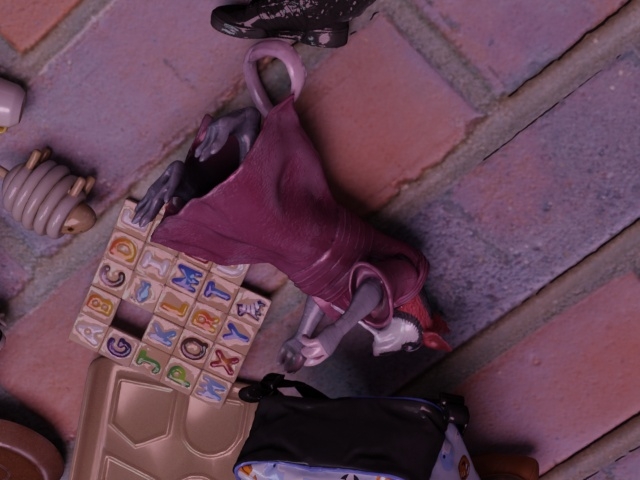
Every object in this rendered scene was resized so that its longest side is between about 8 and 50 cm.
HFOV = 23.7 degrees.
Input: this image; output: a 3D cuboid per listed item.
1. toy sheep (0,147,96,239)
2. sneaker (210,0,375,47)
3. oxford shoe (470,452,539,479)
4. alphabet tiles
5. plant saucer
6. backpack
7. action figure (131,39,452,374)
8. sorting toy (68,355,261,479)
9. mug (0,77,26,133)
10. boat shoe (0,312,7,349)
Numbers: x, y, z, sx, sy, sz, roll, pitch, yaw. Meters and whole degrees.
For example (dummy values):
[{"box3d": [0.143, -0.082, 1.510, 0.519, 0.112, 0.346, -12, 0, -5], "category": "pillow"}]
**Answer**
[{"box3d": [-0.305, -0.051, 1.684, 0.132, 0.091, 0.091, 32, 121, 8], "category": "toy sheep"}, {"box3d": [-0.023, -0.245, 1.537, 0.170, 0.051, 0.089, 8, 120, 1], "category": "sneaker"}, {"box3d": [0.162, 0.286, 1.793, 0.212, 0.076, 0.076, -7, 121, 33], "category": "oxford shoe"}, {"box3d": [-0.159, 0.059, 1.739, 0.198, 0.009, 0.237, 25, 114, -1], "category": "alphabet tiles"}, {"box3d": [-0.403, 0.277, 1.889, 0.168, 0.029, 0.168, 4, 139, 4], "category": "plant saucer"}, {"box3d": [0.058, 0.288, 1.661, 0.276, 0.213, 0.263, 4, 150, 34], "category": "backpack"}, {"box3d": [0.000, 0.000, 1.632, 0.370, 0.248, 0.276, 30, 79, -20], "category": "action figure"}, {"box3d": [-0.186, 0.306, 1.819, 0.229, 0.041, 0.307, 10, 91, 4], "category": "sorting toy"}, {"box3d": [-0.354, -0.151, 1.659, 0.064, 0.078, 0.062, 13, 88, -6], "category": "mug"}, {"box3d": [-0.412, 0.106, 1.787, 0.088, 0.096, 0.267, 15, 122, -2], "category": "boat shoe"}]
